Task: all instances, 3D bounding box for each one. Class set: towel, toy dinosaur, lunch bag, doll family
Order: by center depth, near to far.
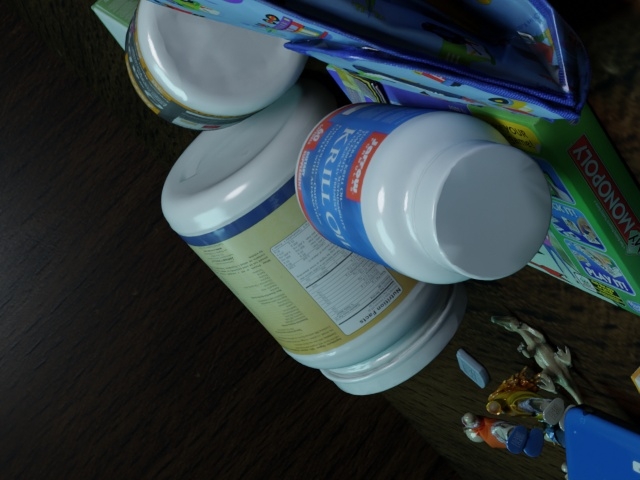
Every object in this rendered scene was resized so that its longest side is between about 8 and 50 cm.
[{"bbox_3d":[0.029,-0.157,0.723,0.293,0.138,0.221,27,-179,-13],"label":"lunch bag"},{"bbox_3d":[0.038,-0.121,1.011,0.060,0.009,0.083,38,168,36],"label":"towel"},{"bbox_3d":[0.272,0.146,1.367,0.183,0.053,0.092,51,-172,10],"label":"toy dinosaur"},{"bbox_3d":[0.302,0.242,1.503,0.263,0.118,0.163,29,170,-17],"label":"doll family"}]

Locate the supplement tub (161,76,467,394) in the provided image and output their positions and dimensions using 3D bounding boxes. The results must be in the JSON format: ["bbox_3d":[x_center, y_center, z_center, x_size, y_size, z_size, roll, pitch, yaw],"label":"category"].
[{"bbox_3d":[0.000,0.000,1.322,0.316,0.228,0.228,50,170,-25],"label":"supplement tub"}]

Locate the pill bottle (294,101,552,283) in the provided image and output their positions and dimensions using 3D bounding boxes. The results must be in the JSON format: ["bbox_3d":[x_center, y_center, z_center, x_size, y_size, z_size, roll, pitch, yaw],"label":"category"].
[{"bbox_3d":[0.073,-0.036,0.869,0.124,0.124,0.221,49,170,-21],"label":"pill bottle"}]

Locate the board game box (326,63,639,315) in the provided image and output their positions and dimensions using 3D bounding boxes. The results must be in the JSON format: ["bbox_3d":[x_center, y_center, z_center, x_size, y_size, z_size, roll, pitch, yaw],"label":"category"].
[{"bbox_3d":[0.146,-0.060,0.975,0.213,0.046,0.317,50,170,-28],"label":"board game box"}]

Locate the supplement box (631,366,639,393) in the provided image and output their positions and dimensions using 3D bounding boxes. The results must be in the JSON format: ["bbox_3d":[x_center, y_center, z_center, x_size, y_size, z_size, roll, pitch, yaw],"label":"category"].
[{"bbox_3d":[0.337,0.150,1.070,0.098,0.036,0.062,35,166,50],"label":"supplement box"}]

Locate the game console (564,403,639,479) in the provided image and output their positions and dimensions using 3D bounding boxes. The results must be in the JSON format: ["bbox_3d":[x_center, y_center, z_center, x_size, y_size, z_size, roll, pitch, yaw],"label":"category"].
[{"bbox_3d":[0.431,0.306,1.288,0.293,0.173,0.250,19,123,53],"label":"game console"}]

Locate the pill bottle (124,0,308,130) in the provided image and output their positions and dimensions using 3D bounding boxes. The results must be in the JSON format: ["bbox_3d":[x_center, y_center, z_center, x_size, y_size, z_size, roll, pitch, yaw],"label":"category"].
[{"bbox_3d":[-0.112,-0.193,1.181,0.162,0.162,0.278,47,171,-9],"label":"pill bottle"}]

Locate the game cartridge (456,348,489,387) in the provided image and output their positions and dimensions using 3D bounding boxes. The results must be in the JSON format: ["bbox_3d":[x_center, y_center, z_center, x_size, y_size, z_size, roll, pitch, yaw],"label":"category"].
[{"bbox_3d":[0.237,0.200,1.825,0.056,0.017,0.083,45,172,25],"label":"game cartridge"}]

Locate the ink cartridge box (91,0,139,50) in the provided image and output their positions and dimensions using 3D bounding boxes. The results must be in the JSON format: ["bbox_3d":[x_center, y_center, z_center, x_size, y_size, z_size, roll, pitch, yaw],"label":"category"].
[{"bbox_3d":[-0.217,-0.258,1.707,0.235,0.056,0.171,36,167,39],"label":"ink cartridge box"}]
